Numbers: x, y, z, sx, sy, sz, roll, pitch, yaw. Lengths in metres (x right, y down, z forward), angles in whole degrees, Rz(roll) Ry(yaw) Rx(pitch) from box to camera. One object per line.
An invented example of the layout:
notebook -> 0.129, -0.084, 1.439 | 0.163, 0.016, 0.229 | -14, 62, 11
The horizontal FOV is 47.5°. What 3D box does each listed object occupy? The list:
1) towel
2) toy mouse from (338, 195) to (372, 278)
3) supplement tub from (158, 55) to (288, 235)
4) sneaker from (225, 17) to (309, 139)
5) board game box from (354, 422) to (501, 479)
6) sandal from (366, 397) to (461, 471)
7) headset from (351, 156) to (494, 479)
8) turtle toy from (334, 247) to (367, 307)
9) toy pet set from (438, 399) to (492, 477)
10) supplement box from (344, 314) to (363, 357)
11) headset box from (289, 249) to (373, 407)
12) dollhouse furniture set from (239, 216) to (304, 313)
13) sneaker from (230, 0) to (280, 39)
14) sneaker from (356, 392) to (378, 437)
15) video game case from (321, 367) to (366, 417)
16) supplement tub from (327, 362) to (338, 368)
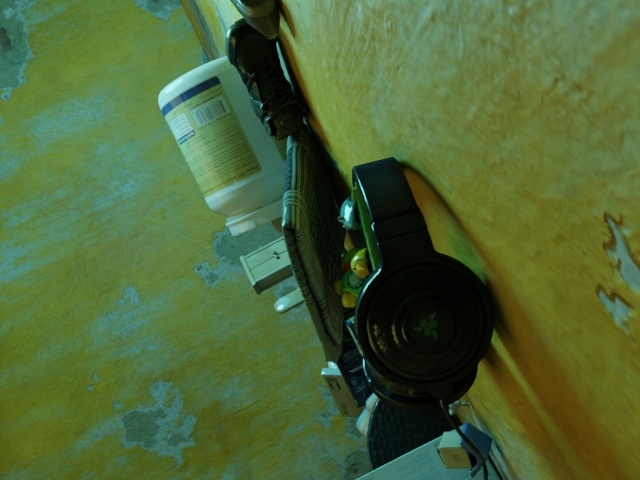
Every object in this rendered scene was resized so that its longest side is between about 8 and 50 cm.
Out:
towel -> 0.000, 0.000, 1.269 | 0.312, 0.056, 0.324 | -89, -14, -51
toy mouse -> 0.059, -0.014, 0.958 | 0.161, 0.031, 0.143 | 21, -122, -58
supplement tub -> -0.156, -0.189, 1.443 | 0.316, 0.228, 0.228 | 65, 175, -6
sneaker -> -0.079, -0.252, 1.177 | 0.130, 0.087, 0.227 | 53, 169, 33
board game box -> 0.197, 0.460, 1.066 | 0.097, 0.224, 0.303 | 75, 168, -61
sandal -> 0.207, 0.448, 1.209 | 0.445, 0.168, 0.107 | 62, 171, 12
headset -> 0.077, 0.108, 0.752 | 0.243, 0.185, 0.394 | 74, 180, -67
turtle toy -> 0.070, 0.058, 1.206 | 0.130, 0.095, 0.066 | -124, 29, -63
toy pet set -> 0.210, 0.263, 1.020 | 0.114, 0.065, 0.122 | -51, -56, -56
supplement box -> 0.104, 0.178, 1.419 | 0.083, 0.083, 0.056 | 64, 175, -6
headset box -> 0.066, 0.189, 1.608 | 0.283, 0.131, 0.246 | 67, 175, -33
dollhouse furniture set -> -0.149, -0.033, 1.767 | 0.303, 0.174, 0.355 | 58, 175, 44
sneaker -> -0.114, -0.361, 1.062 | 0.188, 0.066, 0.071 | 61, 175, 36
sneaker -> 0.190, 0.370, 1.428 | 0.208, 0.127, 0.319 | 46, 158, 18
video game case -> 0.120, 0.381, 1.793 | 0.212, 0.194, 0.023 | 69, -153, -45
supplement tub -> 0.106, 0.341, 1.893 | 0.144, 0.144, 0.199 | 60, 174, 39
